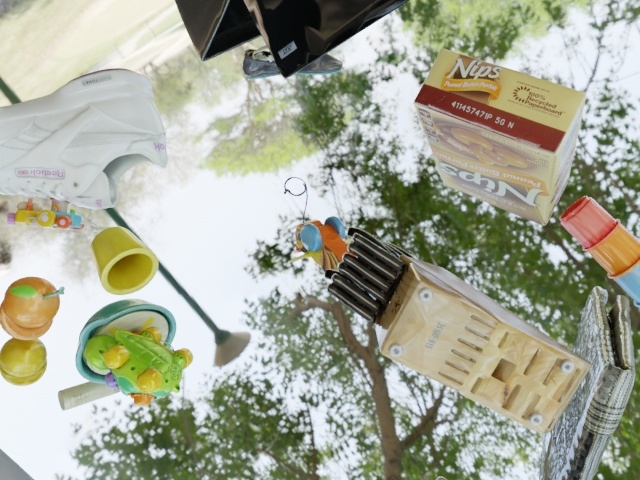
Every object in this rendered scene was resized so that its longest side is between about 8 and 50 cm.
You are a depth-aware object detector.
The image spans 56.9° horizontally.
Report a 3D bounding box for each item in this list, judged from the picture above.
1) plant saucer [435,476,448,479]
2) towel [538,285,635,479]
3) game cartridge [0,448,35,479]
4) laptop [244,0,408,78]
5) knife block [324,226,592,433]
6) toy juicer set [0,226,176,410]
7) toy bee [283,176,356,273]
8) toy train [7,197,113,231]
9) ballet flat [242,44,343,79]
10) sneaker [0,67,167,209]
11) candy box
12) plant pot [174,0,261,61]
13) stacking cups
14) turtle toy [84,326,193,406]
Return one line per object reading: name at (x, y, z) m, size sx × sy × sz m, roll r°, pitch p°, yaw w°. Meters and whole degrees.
plant saucer at (0.136, 0.289, 0.612) m, size 0.015 × 0.083 × 0.083 m, roll 2°, pitch -161°, yaw -9°
towel at (0.393, 0.251, 0.880) m, size 0.056 × 0.312 × 0.324 m, roll 16°, pitch -159°, yaw 17°
game cartridge at (-0.328, 0.238, 0.450) m, size 0.198 × 0.297 × 0.062 m, roll -46°, pitch 168°, yaw -35°
laptop at (0.012, -0.334, 0.565) m, size 0.234 × 0.137 × 0.264 m, roll -11°, pitch -123°, yaw 54°
knife block at (0.140, 0.083, 0.698) m, size 0.088 × 0.276 × 0.242 m, roll -63°, pitch -178°, yaw 11°
toy juicer set at (-0.284, 0.148, 0.757) m, size 0.209 × 0.329 × 0.089 m, roll -28°, pitch -127°, yaw -24°
toy bee at (0.000, 0.000, 1.523) m, size 0.195 × 0.162 × 0.298 m, roll 0°, pitch -128°, yaw -18°
toy train at (-0.385, -0.040, 0.877) m, size 0.166 × 0.046 × 0.125 m, roll 3°, pitch 179°, yaw 39°
ballet flat at (-0.058, -0.362, 1.172) m, size 0.203 × 0.074 × 0.074 m, roll -3°, pitch -155°, yaw 4°
sneaker at (-0.329, -0.091, 0.694) m, size 0.305 × 0.152 × 0.114 m, roll -22°, pitch 178°, yaw -5°
candy box at (0.253, -0.130, 0.830) m, size 0.183 × 0.316 × 0.087 m, roll 27°, pitch -94°, yaw 23°
plant pot at (-0.137, -0.425, 0.920) m, size 0.187 × 0.167 × 0.188 m, roll -36°, pitch -177°, yaw -29°
stacking cups at (0.523, 0.062, 0.968) m, size 0.096 × 0.316 × 0.096 m, roll -45°, pitch 173°, yaw -7°
turtle toy at (-0.222, 0.148, 0.703) m, size 0.066 × 0.130 × 0.095 m, roll -63°, pitch 168°, yaw 17°
